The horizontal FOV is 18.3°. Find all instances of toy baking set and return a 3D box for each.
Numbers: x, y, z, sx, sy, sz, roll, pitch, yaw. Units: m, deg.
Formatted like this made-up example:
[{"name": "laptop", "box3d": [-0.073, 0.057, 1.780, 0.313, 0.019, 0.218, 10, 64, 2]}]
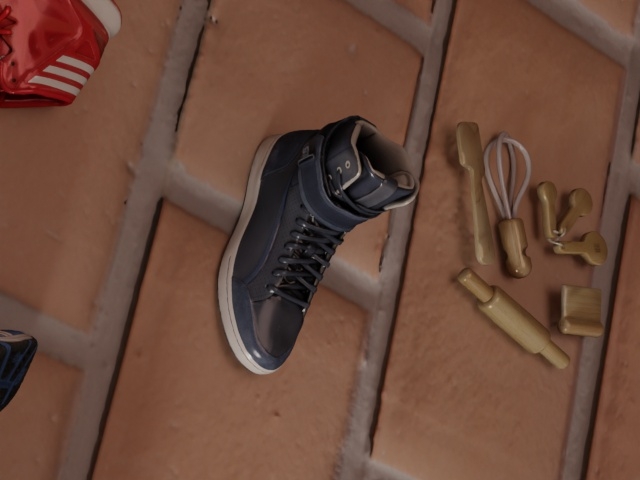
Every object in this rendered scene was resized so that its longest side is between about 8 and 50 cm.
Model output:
[{"name": "toy baking set", "box3d": [0.200, 0.003, 1.975, 0.256, 0.030, 0.196, 36, 55, -31]}]

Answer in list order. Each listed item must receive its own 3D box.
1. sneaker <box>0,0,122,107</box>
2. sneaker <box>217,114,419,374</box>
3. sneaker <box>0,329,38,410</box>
[{"name": "sneaker", "box3d": [-0.257, -0.187, 1.563, 0.221, 0.087, 0.128, 36, 57, -29]}, {"name": "sneaker", "box3d": [-0.001, -0.001, 1.701, 0.086, 0.163, 0.226, 24, 66, -38]}, {"name": "sneaker", "box3d": [-0.289, 0.096, 1.471, 0.211, 0.081, 0.080, -16, 135, -60]}]
